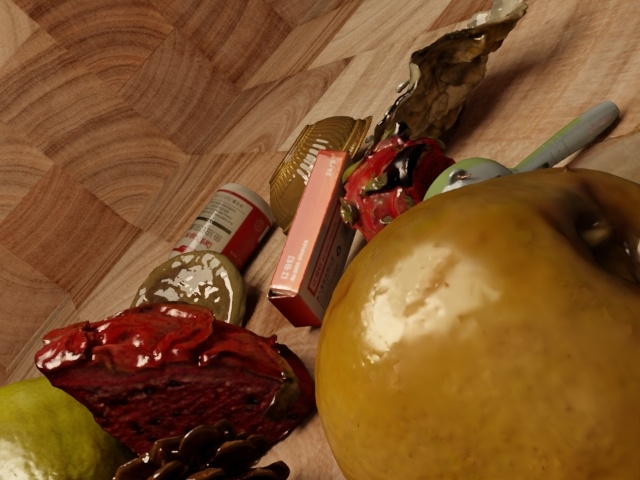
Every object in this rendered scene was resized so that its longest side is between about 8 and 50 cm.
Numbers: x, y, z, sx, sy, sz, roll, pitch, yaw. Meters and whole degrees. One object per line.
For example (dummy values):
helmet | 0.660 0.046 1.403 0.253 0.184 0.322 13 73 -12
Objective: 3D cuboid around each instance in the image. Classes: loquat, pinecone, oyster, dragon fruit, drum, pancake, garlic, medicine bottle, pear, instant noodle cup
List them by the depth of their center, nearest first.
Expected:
loquat | 0.133 0.095 0.455 0.275 0.275 0.275 -39 24 21
garlic | 0.263 -0.053 0.672 0.198 0.090 0.128 -46 9 17
pinecone | -0.113 0.284 0.675 0.207 0.208 0.208 -39 24 21
drum | 0.227 -0.059 0.783 0.253 0.130 0.049 -24 42 -16
dragon fruit | -0.182 0.188 0.858 0.302 0.330 0.240 -25 53 40
pear | -0.338 0.324 0.883 0.375 0.287 0.287 -3 48 48
dragon fruit | 0.099 -0.061 0.892 0.172 0.160 0.167 -8 87 57
oyster | 0.162 -0.204 1.023 0.351 0.114 0.238 -60 0 3
pancake | -0.235 0.126 1.187 0.242 0.050 0.242 -10 65 22
instant noodle cup | -0.020 -0.126 1.208 0.274 0.090 0.274 -55 8 12
medicine bottle | -0.203 0.016 1.342 0.250 0.131 0.131 -56 23 -21

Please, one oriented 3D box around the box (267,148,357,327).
box | 0.000 0.000 0.961 0.050 0.123 0.229 10 67 24
